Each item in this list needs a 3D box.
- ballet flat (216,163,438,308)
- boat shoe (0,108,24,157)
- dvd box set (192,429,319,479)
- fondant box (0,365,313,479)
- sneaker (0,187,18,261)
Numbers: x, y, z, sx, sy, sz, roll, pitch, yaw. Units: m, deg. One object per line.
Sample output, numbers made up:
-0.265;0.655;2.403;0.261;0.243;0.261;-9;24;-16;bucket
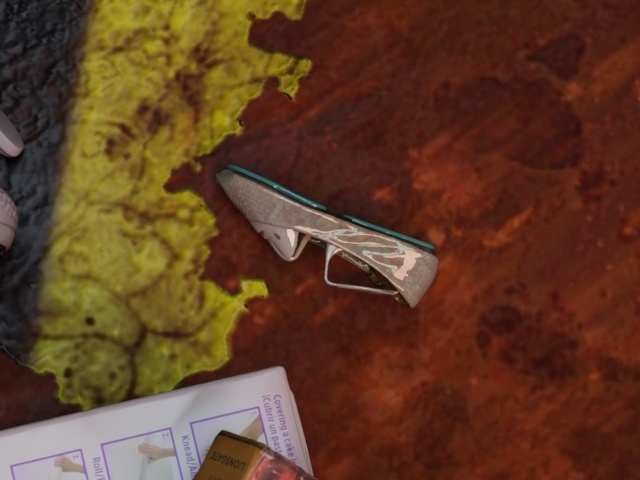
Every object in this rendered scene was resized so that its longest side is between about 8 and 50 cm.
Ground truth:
0.000;0.000;1.310;0.168;0.057;0.052;22;85;-1;ballet flat
-0.249;-0.089;1.313;0.100;0.035;0.035;45;103;1;boat shoe
-0.038;0.358;1.014;0.308;0.062;0.420;38;76;-24;dvd box set
-0.180;0.175;1.150;0.330;0.238;0.096;-14;78;-10;fondant box
-0.394;0.016;1.211;0.366;0.137;0.210;16;73;-6;sneaker
